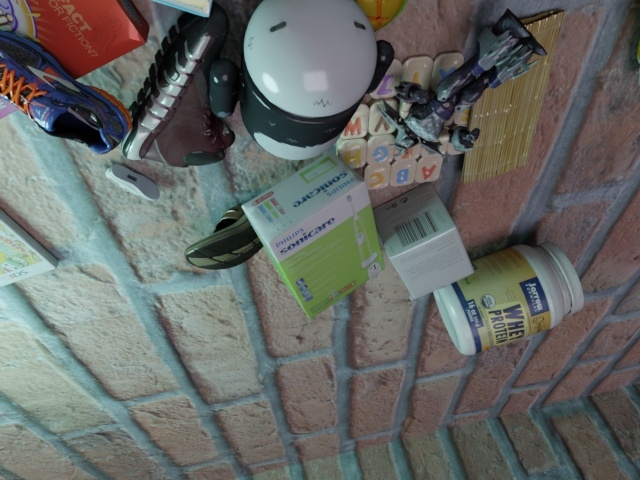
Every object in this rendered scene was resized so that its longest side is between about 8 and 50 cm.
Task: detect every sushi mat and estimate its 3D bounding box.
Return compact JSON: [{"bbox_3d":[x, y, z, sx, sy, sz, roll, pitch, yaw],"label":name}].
[{"bbox_3d":[0.352,-0.252,0.828,0.151,0.019,0.317,-17,135,-8],"label":"sushi mat"}]

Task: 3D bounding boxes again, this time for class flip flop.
[{"bbox_3d":[-0.150,-0.037,0.887,0.277,0.080,0.112,-37,147,0],"label":"flip flop"}]

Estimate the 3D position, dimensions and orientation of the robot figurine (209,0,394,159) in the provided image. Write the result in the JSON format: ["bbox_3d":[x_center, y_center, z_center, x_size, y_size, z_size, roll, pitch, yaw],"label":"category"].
[{"bbox_3d":[-0.027,-0.221,0.612,0.173,0.209,0.278,38,166,-3],"label":"robot figurine"}]

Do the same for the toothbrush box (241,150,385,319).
[{"bbox_3d":[0.000,0.000,0.882,0.206,0.122,0.283,-33,142,-9],"label":"toothbrush box"}]

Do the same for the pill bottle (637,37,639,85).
[{"bbox_3d":[0.613,-0.361,0.739,0.119,0.119,0.209,-23,137,7],"label":"pill bottle"}]

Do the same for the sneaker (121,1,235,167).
[{"bbox_3d":[-0.183,-0.218,0.683,0.162,0.107,0.281,16,135,-42],"label":"sneaker"}]

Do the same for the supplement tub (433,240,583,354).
[{"bbox_3d":[0.476,0.145,1.143,0.315,0.228,0.228,-21,137,5],"label":"supplement tub"}]

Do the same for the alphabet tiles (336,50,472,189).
[{"bbox_3d":[0.169,-0.212,0.835,0.283,0.021,0.278,-9,137,-8],"label":"alphabet tiles"}]

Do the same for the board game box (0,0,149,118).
[{"bbox_3d":[-0.423,-0.295,0.541,0.316,0.064,0.242,-23,137,8],"label":"board game box"}]

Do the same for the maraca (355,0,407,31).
[{"bbox_3d":[0.036,-0.338,0.613,0.185,0.099,0.127,-14,141,35],"label":"maraca"}]

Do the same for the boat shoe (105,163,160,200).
[{"bbox_3d":[-0.341,-0.102,0.794,0.035,0.035,0.100,-12,150,38],"label":"boat shoe"}]

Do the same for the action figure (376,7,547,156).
[{"bbox_3d":[0.220,-0.238,0.731,0.185,0.099,0.285,19,134,-35],"label":"action figure"}]

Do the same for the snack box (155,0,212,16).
[{"bbox_3d":[-0.173,-0.423,0.433,0.186,0.060,0.322,8,119,-25],"label":"snack box"}]

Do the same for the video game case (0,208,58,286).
[{"bbox_3d":[-0.660,0.010,0.817,0.206,0.026,0.227,-18,137,2],"label":"video game case"}]

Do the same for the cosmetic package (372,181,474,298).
[{"bbox_3d":[0.228,0.003,0.978,0.151,0.152,0.184,-26,136,11],"label":"cosmetic package"}]

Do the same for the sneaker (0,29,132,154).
[{"bbox_3d":[-0.354,-0.186,0.562,0.221,0.087,0.083,24,124,-35],"label":"sneaker"}]
